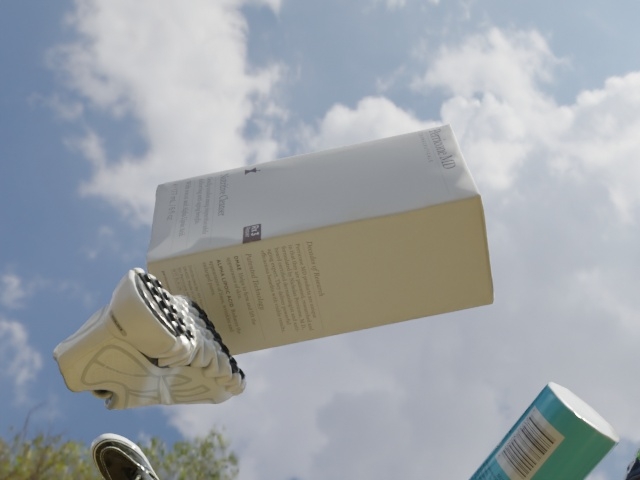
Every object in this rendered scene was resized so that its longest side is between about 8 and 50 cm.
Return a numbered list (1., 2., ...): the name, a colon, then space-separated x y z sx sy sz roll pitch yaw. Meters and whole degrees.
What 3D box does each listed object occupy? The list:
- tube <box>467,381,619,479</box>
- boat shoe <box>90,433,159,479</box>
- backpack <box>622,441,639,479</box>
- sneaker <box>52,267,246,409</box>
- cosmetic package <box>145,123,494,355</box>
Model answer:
1. tube: 0.095 0.180 0.596 0.052 0.080 0.207 35 -78 -10
2. boat shoe: -0.312 0.423 1.678 0.077 0.070 0.219 -41 -74 -8
3. backpack: 0.592 0.218 1.284 0.290 0.273 0.356 20 -83 14
4. sneaker: -0.161 0.117 0.962 0.118 0.110 0.292 -37 -23 0
5. cosmetic package: 0.000 0.000 1.180 0.384 0.217 0.156 -14 -61 2
